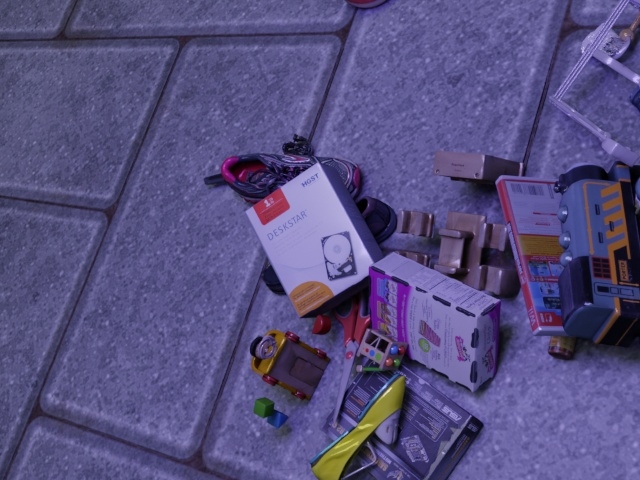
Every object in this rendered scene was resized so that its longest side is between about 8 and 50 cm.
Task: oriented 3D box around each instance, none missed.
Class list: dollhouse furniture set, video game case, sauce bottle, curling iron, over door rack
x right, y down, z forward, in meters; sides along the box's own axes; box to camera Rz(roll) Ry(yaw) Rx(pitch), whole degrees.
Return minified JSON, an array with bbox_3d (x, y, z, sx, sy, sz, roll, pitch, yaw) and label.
[{"bbox_3d":[0.272,-0.031,1.609,0.212,0.161,0.242,10,94,35],"label":"dollhouse furniture set"},{"bbox_3d":[0.407,0.023,1.453,0.025,0.204,0.285,118,150,-55],"label":"video game case"},{"bbox_3d":[0.407,0.131,1.475,0.042,0.042,0.128,5,68,34],"label":"sauce bottle"},{"bbox_3d":[-0.135,-0.166,1.965,0.274,0.035,0.068,-18,65,23],"label":"curling iron"},{"bbox_3d":[0.520,-0.266,1.471,0.239,0.108,0.324,-58,17,18],"label":"over door rack"}]

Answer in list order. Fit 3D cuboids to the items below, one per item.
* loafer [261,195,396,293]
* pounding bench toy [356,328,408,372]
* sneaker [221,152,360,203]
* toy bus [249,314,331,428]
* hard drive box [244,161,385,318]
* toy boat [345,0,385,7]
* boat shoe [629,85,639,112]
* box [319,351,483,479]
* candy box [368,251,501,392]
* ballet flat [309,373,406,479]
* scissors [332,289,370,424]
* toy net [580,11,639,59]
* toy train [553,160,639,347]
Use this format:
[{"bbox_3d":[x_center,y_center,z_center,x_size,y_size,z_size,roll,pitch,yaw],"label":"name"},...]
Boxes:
[{"bbox_3d":[0.000,0.000,1.760,0.303,0.095,0.109,-30,54,16],"label":"loafer"},{"bbox_3d":[0.104,0.204,1.547,0.065,0.052,0.083,27,100,38],"label":"pounding bench toy"},{"bbox_3d":[-0.063,-0.122,1.836,0.299,0.112,0.120,0,75,22],"label":"sneaker"},{"bbox_3d":[-0.076,0.217,1.646,0.104,0.191,0.202,20,123,38],"label":"toy bus"},{"bbox_3d":[-0.005,0.002,1.666,0.181,0.089,0.232,-34,74,18],"label":"hard drive box"},{"bbox_3d":[0.121,-0.625,1.960,0.231,0.151,0.151,-35,53,13],"label":"toy boat"},{"bbox_3d":[0.621,-0.276,1.528,0.183,0.065,0.083,-38,51,12],"label":"boat shoe"},{"bbox_3d":[0.136,0.320,1.540,0.231,0.056,0.183,33,87,39],"label":"box"},{"bbox_3d":[0.191,0.135,1.532,0.071,0.159,0.233,-29,41,-36],"label":"candy box"},{"bbox_3d":[0.081,0.327,1.498,0.231,0.077,0.077,-47,72,8],"label":"ballet flat"},{"bbox_3d":[0.065,0.192,1.627,0.109,0.021,0.297,-22,41,23],"label":"scissors"},{"bbox_3d":[0.590,-0.361,1.606,0.232,0.045,0.122,-16,62,27],"label":"toy net"},{"bbox_3d":[0.463,0.015,1.385,0.190,0.142,0.333,7,57,-3],"label":"toy train"}]
